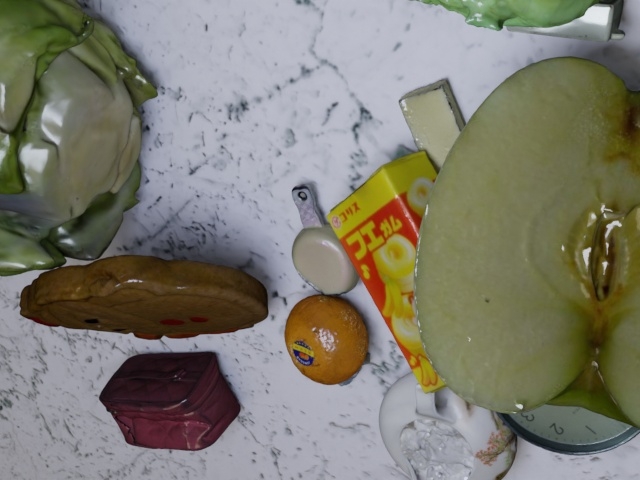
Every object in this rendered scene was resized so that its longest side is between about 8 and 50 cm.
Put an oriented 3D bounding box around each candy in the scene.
[{"bbox_3d":[0.133,0.043,1.040,0.276,0.088,0.146,60,144,8],"label":"candy"}]

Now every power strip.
[{"bbox_3d":[0.238,-0.248,0.875,0.175,0.075,0.042,13,125,22],"label":"power strip"}]

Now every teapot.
[{"bbox_3d":[0.176,0.273,1.185,0.204,0.139,0.298,4,120,31],"label":"teapot"}]

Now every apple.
[{"bbox_3d":[0.292,0.008,0.850,0.312,0.320,0.360,13,95,47],"label":"apple"}]

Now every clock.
[{"bbox_3d":[0.323,0.175,1.068,0.226,0.049,0.226,6,110,16],"label":"clock"}]

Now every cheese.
[{"bbox_3d":[-0.005,0.003,1.183,0.092,0.047,0.171,-28,102,36],"label":"cheese"}]

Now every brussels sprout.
[{"bbox_3d":[-0.458,-0.177,1.146,0.361,0.342,0.425,23,124,20],"label":"brussels sprout"}]

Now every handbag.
[{"bbox_3d":[-0.263,0.276,1.432,0.225,0.146,0.135,-3,122,31],"label":"handbag"}]

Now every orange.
[{"bbox_3d":[0.010,0.144,1.216,0.136,0.117,0.135,14,117,31],"label":"orange"}]

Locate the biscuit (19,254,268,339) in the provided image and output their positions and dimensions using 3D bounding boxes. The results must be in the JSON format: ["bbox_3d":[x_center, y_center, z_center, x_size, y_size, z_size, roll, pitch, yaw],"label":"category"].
[{"bbox_3d":[-0.265,0.094,1.228,0.381,0.359,0.074,-8,70,17],"label":"biscuit"}]

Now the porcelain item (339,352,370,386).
[{"bbox_3d":[0.046,0.199,1.285,0.036,0.028,0.083,54,132,13],"label":"porcelain item"}]

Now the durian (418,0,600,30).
[{"bbox_3d":[0.172,-0.314,0.769,0.340,0.256,0.204,26,143,32],"label":"durian"}]

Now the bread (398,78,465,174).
[{"bbox_3d":[0.155,-0.121,1.030,0.068,0.028,0.153,-13,111,36],"label":"bread"}]
